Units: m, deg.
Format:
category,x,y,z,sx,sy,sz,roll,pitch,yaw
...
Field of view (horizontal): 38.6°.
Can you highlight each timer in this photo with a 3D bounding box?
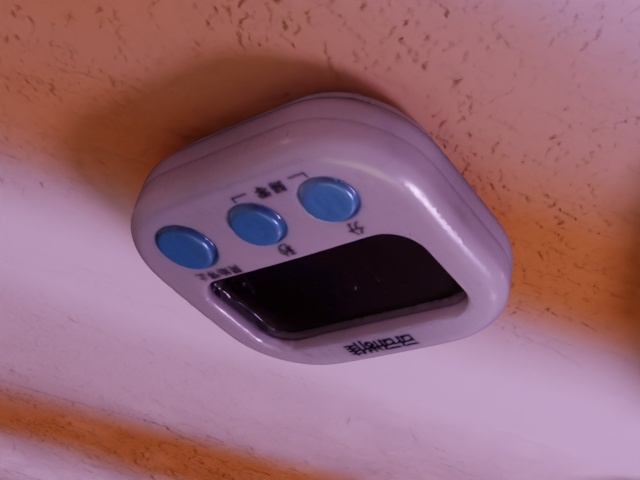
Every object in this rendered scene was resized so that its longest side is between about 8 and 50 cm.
category,x,y,z,sx,sy,sz,roll,pitch,yaw
timer,0.000,0.000,0.698,0.262,0.087,0.237,-16,136,35
